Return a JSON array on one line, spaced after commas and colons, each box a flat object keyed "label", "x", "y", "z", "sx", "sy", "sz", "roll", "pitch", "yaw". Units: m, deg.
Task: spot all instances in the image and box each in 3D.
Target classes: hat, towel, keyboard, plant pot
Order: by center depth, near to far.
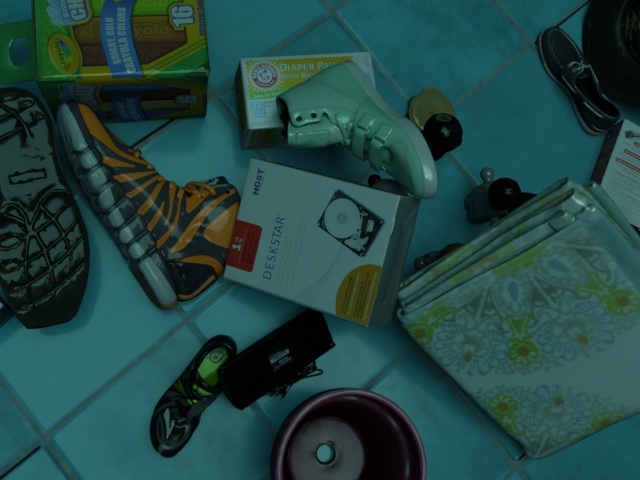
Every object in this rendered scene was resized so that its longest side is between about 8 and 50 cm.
[{"label": "plant pot", "x": 0.024, "y": 0.303, "z": 1.031, "sx": 0.201, "sy": 0.180, "sz": 0.202, "roll": 2, "pitch": 79, "yaw": -11}, {"label": "towel", "x": 0.329, "y": 0.122, "z": 1.051, "sx": 0.320, "sy": 0.090, "sz": 0.374, "roll": -35, "pitch": 111, "yaw": 27}, {"label": "keyboard", "x": -0.064, "y": 0.177, "z": 1.097, "sx": 0.192, "sy": 0.038, "sz": 0.100, "roll": -29, "pitch": 107, "yaw": -31}, {"label": "hat", "x": 0.623, "y": -0.358, "z": 1.268, "sx": 0.134, "sy": 0.331, "sz": 0.332, "roll": 2, "pitch": 77, "yaw": -51}]

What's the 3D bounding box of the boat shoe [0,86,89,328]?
[{"label": "boat shoe", "x": -0.393, "y": -0.042, "z": 1.043, "sx": 0.122, "sy": 0.120, "sz": 0.324, "roll": -9, "pitch": 87, "yaw": -20}]

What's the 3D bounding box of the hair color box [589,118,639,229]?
[{"label": "hair color box", "x": 0.511, "y": -0.107, "z": 1.271, "sx": 0.093, "sy": 0.053, "sz": 0.167, "roll": 26, "pitch": 77, "yaw": -5}]

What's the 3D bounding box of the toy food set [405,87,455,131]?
[{"label": "toy food set", "x": 0.180, "y": -0.206, "z": 1.238, "sx": 0.082, "sy": 0.020, "sz": 0.083, "roll": -34, "pitch": 88, "yaw": -15}]

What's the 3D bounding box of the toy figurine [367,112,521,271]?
[{"label": "toy figurine", "x": 0.180, "y": -0.059, "z": 1.145, "sx": 0.209, "sy": 0.148, "sz": 0.213, "roll": 42, "pitch": 75, "yaw": -1}]

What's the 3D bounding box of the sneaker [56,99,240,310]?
[{"label": "sneaker", "x": -0.231, "y": -0.076, "z": 1.080, "sx": 0.180, "sy": 0.124, "sz": 0.321, "roll": -33, "pitch": 106, "yaw": -21}]

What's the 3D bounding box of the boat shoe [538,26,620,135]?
[{"label": "boat shoe", "x": 0.443, "y": -0.280, "z": 1.281, "sx": 0.075, "sy": 0.065, "sz": 0.206, "roll": -26, "pitch": 86, "yaw": -15}]

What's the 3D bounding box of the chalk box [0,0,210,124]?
[{"label": "chalk box", "x": -0.310, "y": -0.276, "z": 1.069, "sx": 0.288, "sy": 0.179, "sz": 0.180, "roll": -6, "pitch": 80, "yaw": -12}]

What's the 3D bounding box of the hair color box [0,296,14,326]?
[{"label": "hair color box", "x": -0.595, "y": 0.033, "z": 0.993, "sx": 0.185, "sy": 0.110, "sz": 0.339, "roll": -43, "pitch": 89, "yaw": -16}]

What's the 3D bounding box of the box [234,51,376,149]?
[{"label": "box", "x": -0.024, "y": -0.212, "z": 1.154, "sx": 0.203, "sy": 0.103, "sz": 0.114, "roll": -7, "pitch": 81, "yaw": -13}]

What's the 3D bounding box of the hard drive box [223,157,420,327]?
[{"label": "hard drive box", "x": 0.000, "y": 0.000, "z": 1.051, "sx": 0.232, "sy": 0.089, "sz": 0.181, "roll": 16, "pitch": 96, "yaw": 25}]

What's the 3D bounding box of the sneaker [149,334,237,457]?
[{"label": "sneaker", "x": -0.179, "y": 0.213, "z": 1.059, "sx": 0.067, "sy": 0.078, "sz": 0.188, "roll": 33, "pitch": 76, "yaw": -4}]

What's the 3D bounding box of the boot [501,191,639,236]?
[{"label": "boot", "x": 0.409, "y": 0.005, "z": 1.150, "sx": 0.094, "sy": 0.207, "sz": 0.246, "roll": -40, "pitch": 89, "yaw": -16}]

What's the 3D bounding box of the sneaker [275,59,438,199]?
[{"label": "sneaker", "x": 0.039, "y": -0.127, "z": 1.022, "sx": 0.151, "sy": 0.094, "sz": 0.256, "roll": -27, "pitch": 59, "yaw": -17}]
